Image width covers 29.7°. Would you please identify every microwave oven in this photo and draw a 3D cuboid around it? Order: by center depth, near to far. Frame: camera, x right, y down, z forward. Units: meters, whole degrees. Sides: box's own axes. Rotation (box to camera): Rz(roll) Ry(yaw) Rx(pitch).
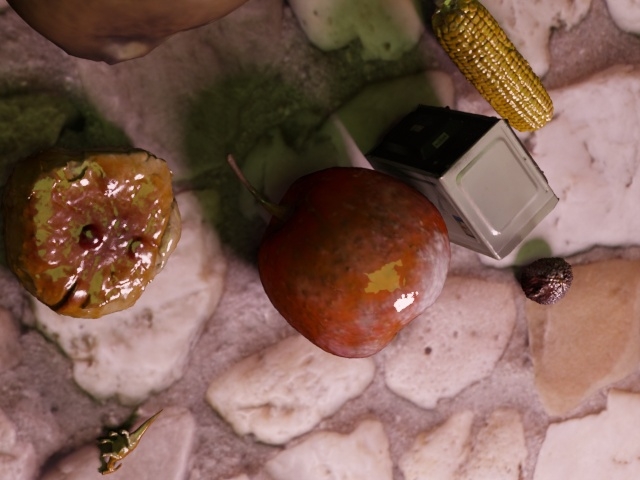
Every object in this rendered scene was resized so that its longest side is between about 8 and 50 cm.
[{"bbox_3d":[0.181,-0.084,1.540,0.129,0.205,0.163,-43,116,-12],"label":"microwave oven"}]

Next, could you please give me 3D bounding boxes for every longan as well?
[{"bbox_3d":[-0.192,-0.339,1.257,0.318,0.319,0.319,-5,103,-24],"label":"longan"}]

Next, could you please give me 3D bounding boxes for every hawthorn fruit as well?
[{"bbox_3d":[0.034,0.018,1.494,0.231,0.263,0.235,-28,148,-37],"label":"hawthorn fruit"}]

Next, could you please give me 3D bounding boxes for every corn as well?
[{"bbox_3d":[0.228,-0.234,1.602,0.080,0.080,0.238,-49,115,-9],"label":"corn"}]

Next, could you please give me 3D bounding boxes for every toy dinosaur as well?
[{"bbox_3d":[-0.243,0.246,1.507,0.041,0.026,0.113,35,94,-34],"label":"toy dinosaur"}]

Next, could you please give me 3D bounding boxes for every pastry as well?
[{"bbox_3d":[-0.266,-0.021,1.400,0.229,0.100,0.218,38,84,-28],"label":"pastry"}]

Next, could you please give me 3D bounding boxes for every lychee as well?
[{"bbox_3d":[0.321,0.056,1.713,0.083,0.068,0.067,-32,71,-34],"label":"lychee"}]
